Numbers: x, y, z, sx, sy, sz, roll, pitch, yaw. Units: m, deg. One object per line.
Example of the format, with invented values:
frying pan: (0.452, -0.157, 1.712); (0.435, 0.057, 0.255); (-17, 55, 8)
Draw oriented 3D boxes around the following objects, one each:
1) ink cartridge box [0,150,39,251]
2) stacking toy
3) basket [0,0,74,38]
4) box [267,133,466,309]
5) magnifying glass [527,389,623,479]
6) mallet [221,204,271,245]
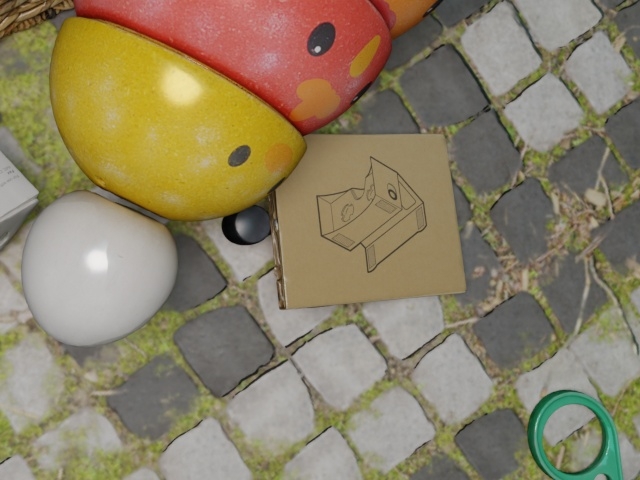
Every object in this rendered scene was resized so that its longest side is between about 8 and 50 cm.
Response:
ink cartridge box: (-0.348, -0.059, 0.686); (0.190, 0.139, 0.082); (49, 40, -4)
stacking toy: (-0.092, -0.136, 0.660); (0.351, 0.350, 0.480); (25, 89, -9)
basket: (-0.334, -0.332, 0.736); (0.213, 0.223, 0.299); (-32, 94, 22)
box: (0.045, -0.023, 0.794); (0.201, 0.021, 0.164); (-3, 84, -27)
magnifying glass: (0.296, 0.260, 0.856); (0.092, 0.026, 0.231); (-32, 94, -11)
mallet: (0.000, 0.000, 0.795); (0.190, 0.062, 0.039); (12, 85, -10)
